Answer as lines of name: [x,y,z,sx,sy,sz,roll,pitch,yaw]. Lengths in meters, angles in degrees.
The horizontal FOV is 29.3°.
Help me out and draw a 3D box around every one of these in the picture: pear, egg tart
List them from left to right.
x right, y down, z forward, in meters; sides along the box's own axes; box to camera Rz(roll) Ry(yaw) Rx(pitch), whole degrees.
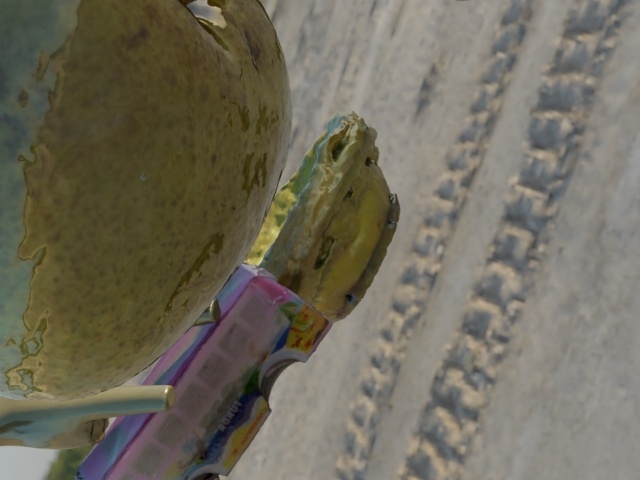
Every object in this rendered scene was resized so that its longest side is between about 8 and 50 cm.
pear: [-0.113,-0.056,0.518,0.211,0.188,0.228,-47,65,41]
egg tart: [0.000,0.000,1.349,0.294,0.123,0.294,-59,8,13]

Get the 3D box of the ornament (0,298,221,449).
ornament: [-0.225,0.127,1.054,0.230,0.244,0.061,-80,-22,-50]

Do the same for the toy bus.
toy bus: [-0.111,0.155,1.158,0.274,0.112,0.090,-54,29,-8]
